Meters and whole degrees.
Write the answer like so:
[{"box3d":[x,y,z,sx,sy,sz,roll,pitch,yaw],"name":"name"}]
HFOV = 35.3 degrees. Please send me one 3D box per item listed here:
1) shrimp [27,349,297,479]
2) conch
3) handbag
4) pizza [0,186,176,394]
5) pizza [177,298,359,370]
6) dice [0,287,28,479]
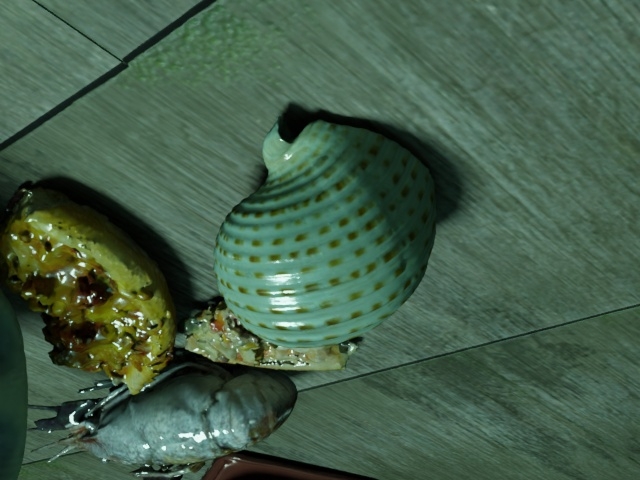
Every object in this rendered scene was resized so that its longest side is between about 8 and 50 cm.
[{"box3d":[-0.186,0.191,1.117,0.343,0.145,0.116,-10,120,19],"name":"shrimp"},{"box3d":[-0.001,0.010,0.764,0.172,0.131,0.200,2,150,12],"name":"conch"},{"box3d":[-0.060,0.401,1.487,0.260,0.084,0.275,14,150,-14],"name":"handbag"},{"box3d":[-0.218,0.060,0.944,0.161,0.086,0.305,1,147,13],"name":"pizza"},{"box3d":[-0.050,0.082,0.975,0.185,0.052,0.195,5,149,-1],"name":"pizza"},{"box3d":[-0.429,0.141,0.850,0.262,0.265,0.268,-2,177,25],"name":"dice"}]
